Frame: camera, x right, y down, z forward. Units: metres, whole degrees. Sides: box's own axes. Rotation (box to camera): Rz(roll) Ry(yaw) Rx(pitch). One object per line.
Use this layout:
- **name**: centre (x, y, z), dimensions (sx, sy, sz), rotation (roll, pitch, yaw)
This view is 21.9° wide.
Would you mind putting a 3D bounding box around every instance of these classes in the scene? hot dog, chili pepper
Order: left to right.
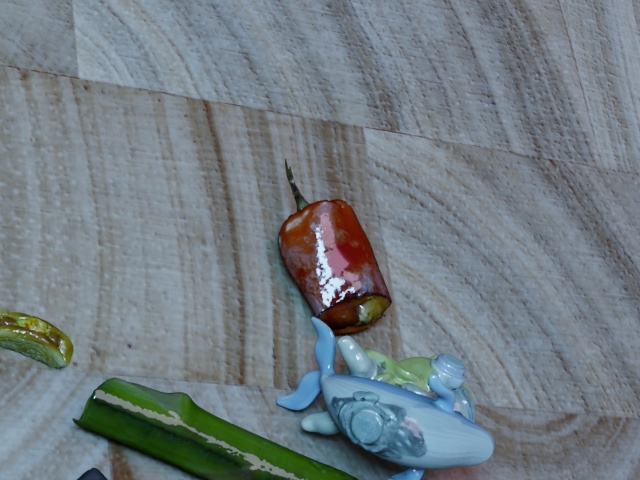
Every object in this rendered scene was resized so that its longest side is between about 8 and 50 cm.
- **hot dog**: centre (-0.262, 0.084, 1.486), dimensions (0.090, 0.034, 0.030), rotation (24, 51, -17)
- **chili pepper**: centre (0.000, 0.000, 1.672), dimensions (0.086, 0.084, 0.192), rotation (15, 48, -65)

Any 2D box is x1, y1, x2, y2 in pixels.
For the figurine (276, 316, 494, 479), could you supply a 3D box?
- **figurine**: centre (0.069, 0.155, 1.572), dimensions (0.208, 0.128, 0.184), rotation (27, 15, 11)

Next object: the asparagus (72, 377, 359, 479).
- **asparagus**: centre (-0.089, 0.193, 1.504), dimensions (0.277, 0.060, 0.067), rotation (27, 69, -13)

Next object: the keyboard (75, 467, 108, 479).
- **keyboard**: centre (-0.124, 0.334, 1.413), dimensions (0.310, 0.018, 0.101), rotation (47, 47, 4)
